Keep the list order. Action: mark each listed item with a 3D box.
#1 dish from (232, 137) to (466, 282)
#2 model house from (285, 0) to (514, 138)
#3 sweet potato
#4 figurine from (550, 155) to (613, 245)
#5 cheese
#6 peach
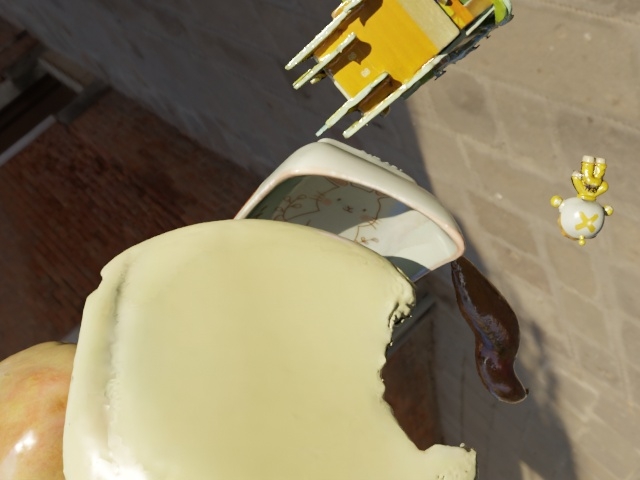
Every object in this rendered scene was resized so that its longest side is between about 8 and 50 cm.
[{"bbox_3d":[0.000,0.000,0.638,0.151,0.077,0.212,24,140,-18],"label":"dish"},{"bbox_3d":[0.057,-0.300,1.233,0.242,0.313,0.357,51,160,-6],"label":"model house"},{"bbox_3d":[0.192,0.101,0.877,0.058,0.055,0.202,1,118,51],"label":"sweet potato"},{"bbox_3d":[0.452,-0.067,1.327,0.101,0.143,0.068,33,-175,-6],"label":"figurine"},{"bbox_3d":[-0.033,0.103,0.497,0.233,0.266,0.127,7,139,-8],"label":"cheese"},{"bbox_3d":[-0.375,0.281,1.110,0.247,0.292,0.292,8,175,-15],"label":"peach"}]
